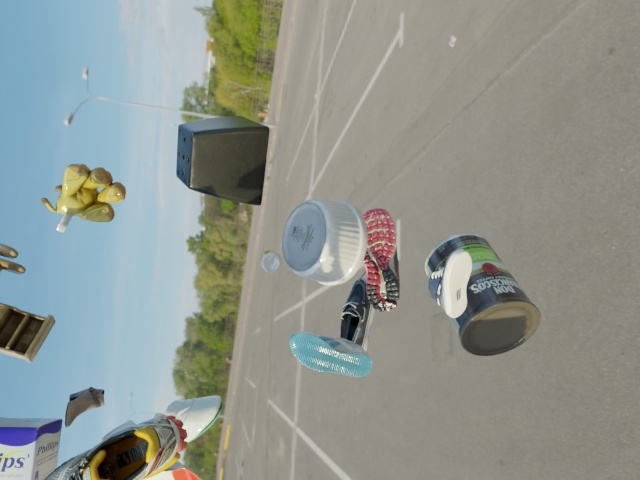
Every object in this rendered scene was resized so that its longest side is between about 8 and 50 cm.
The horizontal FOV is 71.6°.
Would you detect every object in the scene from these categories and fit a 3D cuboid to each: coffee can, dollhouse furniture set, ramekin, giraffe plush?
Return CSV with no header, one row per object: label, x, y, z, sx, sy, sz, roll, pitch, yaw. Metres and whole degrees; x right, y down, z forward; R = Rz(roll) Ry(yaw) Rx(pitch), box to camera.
coffee can,0.421,0.138,1.192,0.275,0.202,0.201,-104,22,-51
dollhouse furniture set,-0.682,0.152,0.929,0.242,0.161,0.212,123,164,-54
ramekin,0.000,0.000,1.044,0.207,0.109,0.206,-13,73,47
giraffe plush,-0.681,-0.136,1.284,0.210,0.181,0.170,-42,32,-1

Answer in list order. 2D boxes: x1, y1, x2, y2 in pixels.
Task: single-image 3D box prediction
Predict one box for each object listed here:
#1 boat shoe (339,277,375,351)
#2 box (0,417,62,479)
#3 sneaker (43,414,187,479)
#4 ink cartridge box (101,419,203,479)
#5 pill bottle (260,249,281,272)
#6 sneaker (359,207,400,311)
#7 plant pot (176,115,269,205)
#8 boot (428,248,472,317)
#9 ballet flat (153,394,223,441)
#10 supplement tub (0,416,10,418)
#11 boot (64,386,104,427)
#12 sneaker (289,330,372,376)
boat shoe,0.124,0.267,1.617,0.108,0.102,0.300,-8,59,39
box,-0.467,0.338,0.652,0.072,0.126,0.137,96,174,-78
sneaker,-0.291,0.300,0.570,0.088,0.225,0.092,53,173,19
ink cartridge box,-0.223,0.397,0.666,0.233,0.066,0.188,18,125,40
pill bottle,-0.108,0.043,0.964,0.083,0.044,0.043,-149,65,-80
sneaker,0.171,0.054,1.310,0.112,0.121,0.298,-21,-73,-74
plant pot,-0.243,-0.197,1.055,0.188,0.167,0.187,37,123,52
boot,0.273,0.081,0.969,0.086,0.069,0.189,45,151,46
ballet flat,-0.468,0.593,1.439,0.400,0.139,0.139,-41,36,33
supplement tub,-0.773,0.574,0.966,0.338,0.207,0.206,-121,38,-66
boot,-0.621,0.437,1.177,0.118,0.087,0.042,-121,36,-54
sneaker,0.022,0.298,1.189,0.087,0.229,0.092,-66,14,7
